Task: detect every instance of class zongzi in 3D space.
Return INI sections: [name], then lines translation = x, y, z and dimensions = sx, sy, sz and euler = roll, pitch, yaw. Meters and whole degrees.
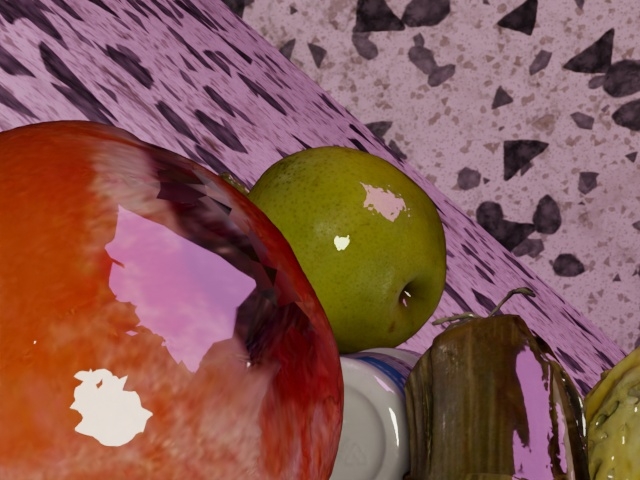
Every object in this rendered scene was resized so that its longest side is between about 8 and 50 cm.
[zongzi]
translation = 0.071, 0.145, 0.823
dimensions = 0.241, 0.111, 0.248
euler = 15, 68, -62

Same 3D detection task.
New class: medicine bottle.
[medicine bottle]
translation = 0.029, 0.121, 1.004
dimensions = 0.105, 0.105, 0.168
euler = 45, 10, 13

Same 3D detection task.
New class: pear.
[pear]
translation = 0.000, 0.000, 1.293
dimensions = 0.216, 0.166, 0.180
euler = 25, 12, 36

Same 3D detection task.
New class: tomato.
[tomato]
translation = -0.088, 0.055, 0.603
dimensions = 0.208, 0.184, 0.208
euler = 41, 9, -8

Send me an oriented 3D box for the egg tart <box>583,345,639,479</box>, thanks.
[egg tart]
translation = 0.277, 0.151, 0.913
dimensions = 0.288, 0.288, 0.118
euler = 44, 31, 6
